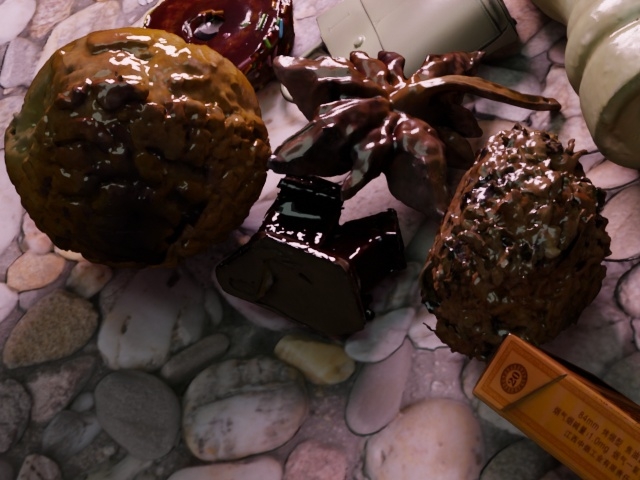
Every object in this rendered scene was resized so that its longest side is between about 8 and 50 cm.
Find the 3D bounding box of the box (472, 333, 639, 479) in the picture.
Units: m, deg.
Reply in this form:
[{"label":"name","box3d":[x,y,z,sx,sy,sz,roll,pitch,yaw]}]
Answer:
[{"label":"box","box3d":[0.293,0.202,1.424,0.274,0.174,0.076,37,96,41]}]

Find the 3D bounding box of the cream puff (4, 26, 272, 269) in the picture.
[{"label":"cream puff","box3d":[-0.227,-0.091,1.812,0.343,0.327,0.231,-14,53,15]}]

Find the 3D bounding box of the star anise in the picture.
[{"label":"star anise","box3d":[0.099,-0.151,1.808,0.349,0.109,0.292,21,63,6]}]

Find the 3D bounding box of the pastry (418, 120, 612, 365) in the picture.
[{"label":"pastry","box3d":[0.221,0.008,1.602,0.193,0.275,0.275,27,61,-2]}]

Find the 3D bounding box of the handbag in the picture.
[{"label":"handbag","box3d":[0.094,-0.260,1.999,0.315,0.109,0.241,-33,44,14]}]

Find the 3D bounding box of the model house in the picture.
[{"label":"model house","box3d":[0.004,0.009,1.784,0.203,0.141,0.164,27,42,16]}]

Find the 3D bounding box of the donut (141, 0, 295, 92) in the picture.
[{"label":"donut","box3d":[-0.140,-0.274,2.090,0.235,0.089,0.235,-12,48,14]}]

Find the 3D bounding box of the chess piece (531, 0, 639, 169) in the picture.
[{"label":"chess piece","box3d":[0.342,-0.296,1.812,0.234,0.234,0.442,-22,51,6]}]
